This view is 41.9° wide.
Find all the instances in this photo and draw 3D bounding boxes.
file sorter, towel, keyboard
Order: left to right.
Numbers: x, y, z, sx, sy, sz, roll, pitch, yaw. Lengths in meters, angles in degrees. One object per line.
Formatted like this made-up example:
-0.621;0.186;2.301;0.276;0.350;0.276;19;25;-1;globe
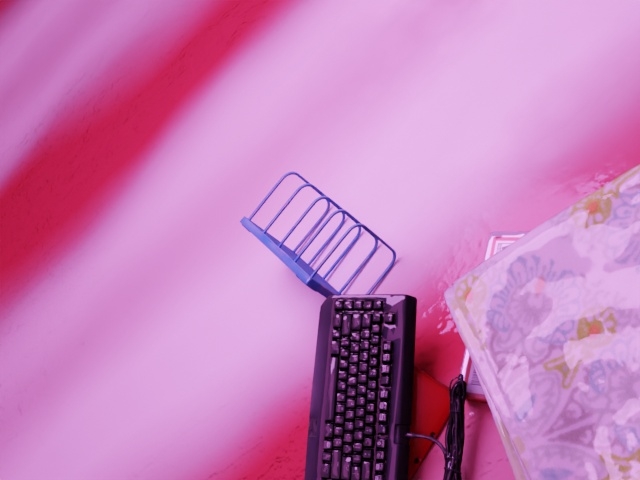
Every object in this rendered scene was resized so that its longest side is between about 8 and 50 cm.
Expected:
0.000;0.000;1.113;0.104;0.118;0.170;-51;46;1;file sorter
0.076;0.217;0.939;0.201;0.033;0.317;-1;76;22;keyboard
0.319;0.084;0.789;0.374;0.090;0.320;-34;51;21;towel

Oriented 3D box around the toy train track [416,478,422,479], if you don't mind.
0.114;0.306;0.927;0.048;0.014;0.083;-27;53;26;toy train track

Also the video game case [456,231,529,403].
0.292;0.088;0.888;0.285;0.025;0.204;1;68;40;video game case

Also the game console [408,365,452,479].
0.078;0.212;1.007;0.144;0.085;0.124;-58;15;-2;game console
